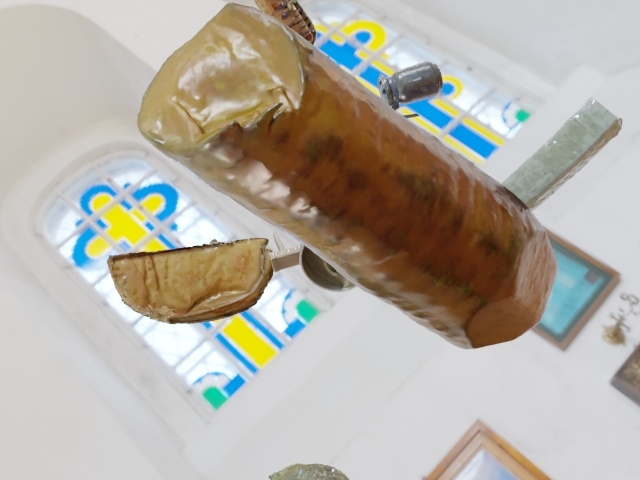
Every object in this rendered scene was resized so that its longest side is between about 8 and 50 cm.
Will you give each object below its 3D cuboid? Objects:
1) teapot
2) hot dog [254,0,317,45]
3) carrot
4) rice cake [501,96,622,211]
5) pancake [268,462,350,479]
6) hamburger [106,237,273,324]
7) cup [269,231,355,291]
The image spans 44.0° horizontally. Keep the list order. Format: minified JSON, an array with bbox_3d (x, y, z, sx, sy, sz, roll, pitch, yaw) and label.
[{"bbox_3d":[0.123,-0.205,1.078,0.083,0.049,0.063,-17,-54,-4],"label":"teapot"},{"bbox_3d":[-0.042,-0.251,0.842,0.037,0.122,0.049,-38,-6,42],"label":"hot dog"},{"bbox_3d":[0.038,-0.026,0.501,0.302,0.114,0.114,33,-82,-33],"label":"carrot"},{"bbox_3d":[0.163,-0.042,0.622,0.171,0.033,0.029,-44,-26,12],"label":"rice cake"},{"bbox_3d":[-0.037,0.367,0.864,0.253,0.254,0.037,-45,-51,-9],"label":"pancake"},{"bbox_3d":[-0.192,0.064,1.234,0.262,0.130,0.124,-7,-7,-15],"label":"hamburger"},{"bbox_3d":[0.006,0.005,0.820,0.102,0.074,0.099,-35,19,18],"label":"cup"}]
